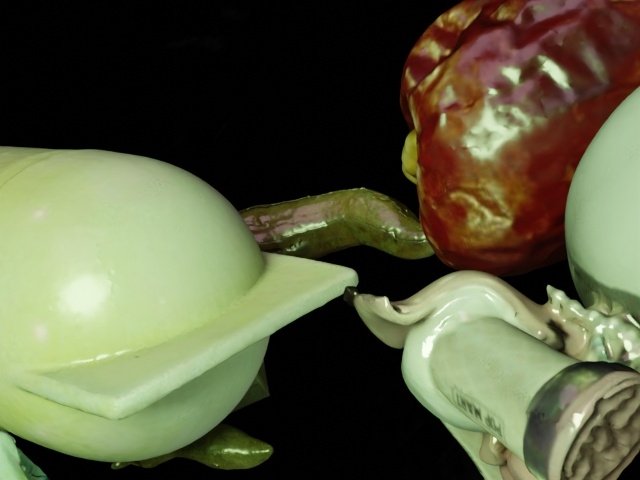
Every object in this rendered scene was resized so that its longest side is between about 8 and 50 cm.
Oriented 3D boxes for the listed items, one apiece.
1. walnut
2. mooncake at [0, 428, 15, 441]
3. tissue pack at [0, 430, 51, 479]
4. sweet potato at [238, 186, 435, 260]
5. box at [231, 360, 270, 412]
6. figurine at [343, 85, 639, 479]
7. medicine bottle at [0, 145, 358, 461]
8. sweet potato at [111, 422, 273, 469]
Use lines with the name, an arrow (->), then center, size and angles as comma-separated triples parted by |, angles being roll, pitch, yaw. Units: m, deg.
walnut -> 0.193, -0.094, 0.944 | 0.269, 0.244, 0.221 | -16, 78, 7
mooncake -> -0.412, 0.273, 1.043 | 0.150, 0.057, 0.347 | 34, 76, 36
tissue pack -> -0.298, 0.349, 0.787 | 0.388, 0.162, 0.287 | -38, 35, -10
sweet potato -> 0.002, -0.005, 1.069 | 0.233, 0.062, 0.081 | -8, 58, 21
box -> -0.091, 0.113, 1.014 | 0.083, 0.035, 0.079 | -24, 38, 9
figurine -> 0.219, 0.015, 0.729 | 0.361, 0.211, 0.253 | -32, -1, -7
medicine bottle -> -0.183, 0.046, 0.929 | 0.406, 0.235, 0.235 | 9, 52, 47
sweet potato -> -0.102, 0.167, 0.962 | 0.153, 0.038, 0.041 | -8, 20, 29
